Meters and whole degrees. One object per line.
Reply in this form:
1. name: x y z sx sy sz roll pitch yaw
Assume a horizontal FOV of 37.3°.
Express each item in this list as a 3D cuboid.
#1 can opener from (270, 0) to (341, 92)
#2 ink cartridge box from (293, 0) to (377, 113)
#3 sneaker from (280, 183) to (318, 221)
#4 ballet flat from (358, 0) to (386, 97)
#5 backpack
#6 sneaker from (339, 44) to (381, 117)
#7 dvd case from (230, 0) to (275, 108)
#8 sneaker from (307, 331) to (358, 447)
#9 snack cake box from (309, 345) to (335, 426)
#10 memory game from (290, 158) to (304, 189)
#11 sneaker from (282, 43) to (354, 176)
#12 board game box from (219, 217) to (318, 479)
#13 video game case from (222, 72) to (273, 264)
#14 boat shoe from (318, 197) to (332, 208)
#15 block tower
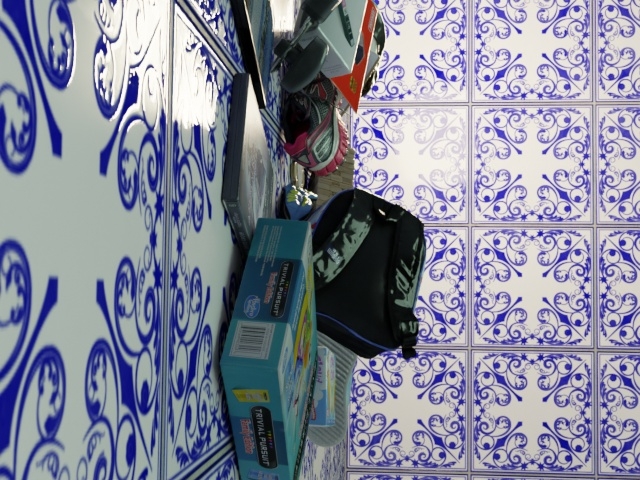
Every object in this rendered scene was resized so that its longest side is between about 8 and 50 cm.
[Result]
1. can opener: 0.009 -0.375 1.560 0.280 0.093 0.074 -54 -172 12
2. ink cartridge box: 0.055 -0.412 1.755 0.239 0.060 0.275 44 48 -45
3. sneaker: -0.048 -0.057 1.791 0.188 0.067 0.078 -77 -172 -75
4. ballet flat: 0.100 -0.431 2.195 0.280 0.095 0.096 82 24 -59
5. backpack: 0.061 0.052 1.684 0.213 0.276 0.263 -19 -137 64
6. sneaker: 0.005 -0.354 2.158 0.282 0.153 0.099 -52 -171 41
7. dvd case: -0.096 -0.337 1.374 0.253 0.022 0.180 82 11 -60
8. sneaker: 0.012 0.277 2.153 0.150 0.135 0.366 -98 -166 -69
9. snack cake box: -0.020 0.296 1.908 0.264 0.089 0.152 66 26 -79
10. memory game: -0.048 -0.158 1.990 0.186 0.012 0.186 0 90 -85
11. sneaker: -0.018 -0.272 1.804 0.112 0.121 0.299 23 49 -42
12. board game box: -0.061 0.176 1.336 0.336 0.079 0.254 87 11 -46
13. video game case: -0.099 -0.079 1.350 0.274 0.026 0.196 82 10 -64
14. boat shoe: 0.000 0.000 1.897 0.302 0.109 0.098 109 -24 -52
15. block tower: 0.019 -0.085 2.185 0.091 0.097 0.335 119 -21 -49
